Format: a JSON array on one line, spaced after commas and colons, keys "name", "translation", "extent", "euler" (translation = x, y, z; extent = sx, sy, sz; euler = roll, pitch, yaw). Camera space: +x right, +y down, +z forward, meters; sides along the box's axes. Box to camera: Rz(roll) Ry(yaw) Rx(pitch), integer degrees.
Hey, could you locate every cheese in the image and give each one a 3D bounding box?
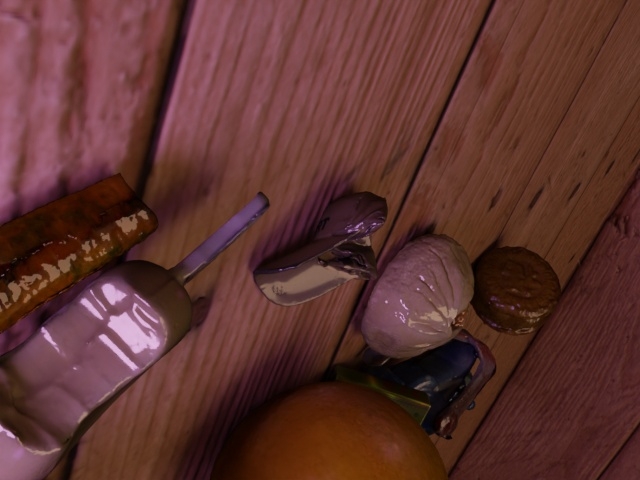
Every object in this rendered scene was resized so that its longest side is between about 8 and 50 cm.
[{"name": "cheese", "translation": [-0.143, 0.058, 0.502], "extent": [0.286, 0.082, 0.163], "euler": [-45, -175, -19]}]

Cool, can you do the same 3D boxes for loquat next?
[{"name": "loquat", "translation": [0.013, 0.336, 0.905], "extent": [0.359, 0.328, 0.329], "euler": [-80, -173, -59]}]

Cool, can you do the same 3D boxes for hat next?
[{"name": "hat", "translation": [0.000, 0.000, 0.747], "extent": [0.175, 0.085, 0.147], "euler": [-19, 154, -15]}]

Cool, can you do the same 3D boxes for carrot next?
[{"name": "carrot", "translation": [-0.220, 0.038, 0.419], "extent": [0.260, 0.070, 0.070], "euler": [-37, 149, -32]}]

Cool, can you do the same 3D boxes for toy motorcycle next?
[{"name": "toy motorcycle", "translation": [0.165, 0.264, 1.240], "extent": [0.319, 0.241, 0.182], "euler": [-20, -177, -30]}]

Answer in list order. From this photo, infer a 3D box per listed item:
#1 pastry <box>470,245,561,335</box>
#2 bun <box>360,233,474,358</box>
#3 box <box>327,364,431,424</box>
[{"name": "pastry", "translation": [0.412, 0.105, 1.393], "extent": [0.188, 0.188, 0.103], "euler": [-38, 156, -29]}, {"name": "bun", "translation": [0.170, 0.101, 1.046], "extent": [0.220, 0.134, 0.220], "euler": [-38, 148, -29]}, {"name": "box", "translation": [0.047, 0.368, 1.139], "extent": [0.043, 0.172, 0.311], "euler": [-93, -155, -65]}]
